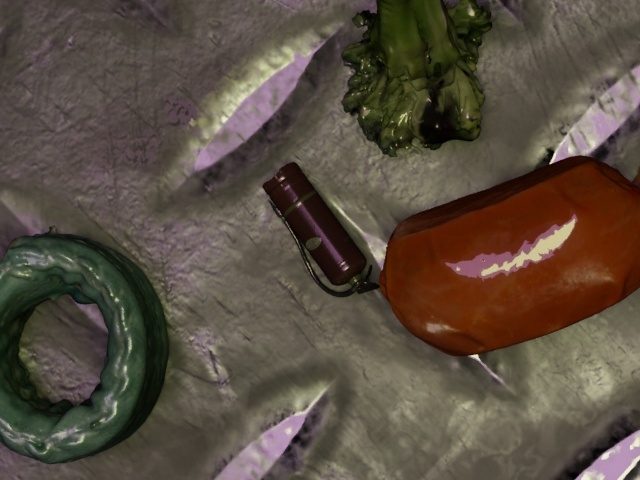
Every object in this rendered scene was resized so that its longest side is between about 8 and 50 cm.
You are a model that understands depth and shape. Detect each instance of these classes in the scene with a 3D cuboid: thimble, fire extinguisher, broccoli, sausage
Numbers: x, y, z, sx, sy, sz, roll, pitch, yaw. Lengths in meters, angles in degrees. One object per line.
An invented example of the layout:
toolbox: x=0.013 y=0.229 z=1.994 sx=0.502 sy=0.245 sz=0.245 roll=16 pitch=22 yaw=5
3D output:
thimble: x=-0.257 y=0.101 z=1.759 sx=0.198 sy=0.143 sz=0.235 roll=-8 pitch=86 yaw=6
fire extinguisher: x=0.000 y=0.000 z=1.779 sx=0.157 sy=0.045 sz=0.078 roll=53 pitch=139 yaw=10
broccoli: x=0.082 y=-0.195 z=1.652 sx=0.145 sy=0.304 sz=0.165 roll=5 pitch=73 yaw=7
sausage: x=0.189 y=0.016 z=1.704 sx=0.268 sy=0.153 sz=0.141 roll=-20 pitch=100 yaw=8

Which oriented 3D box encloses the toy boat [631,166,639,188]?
toy boat: x=0.455 y=-0.082 z=1.712 sx=0.318 sy=0.099 sz=0.141 roll=-8 pitch=60 yaw=5
